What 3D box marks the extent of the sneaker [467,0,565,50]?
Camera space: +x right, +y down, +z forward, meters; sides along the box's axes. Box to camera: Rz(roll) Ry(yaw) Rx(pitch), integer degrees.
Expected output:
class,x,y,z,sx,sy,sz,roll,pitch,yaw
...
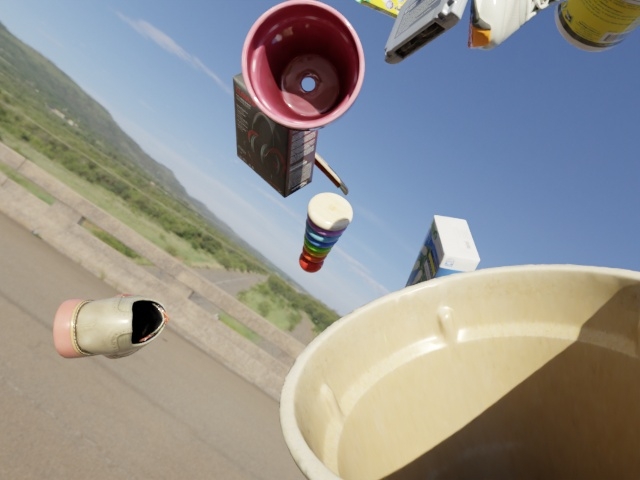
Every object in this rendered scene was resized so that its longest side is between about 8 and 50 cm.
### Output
class,x,y,z,sx,sy,sz,roll,pitch,yaw
sneaker,0.261,-0.305,0.509,0.120,0.263,0.099,27,-22,26

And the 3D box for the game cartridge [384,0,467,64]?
class,x,y,z,sx,sy,sz,roll,pitch,yaw
game cartridge,0.274,-0.581,1.131,0.062,0.198,0.297,29,-10,-20

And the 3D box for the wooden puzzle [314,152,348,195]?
class,x,y,z,sx,sy,sz,roll,pitch,yaw
wooden puzzle,0.011,-0.287,1.747,0.239,0.044,0.221,49,8,-21

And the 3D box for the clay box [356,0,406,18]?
class,x,y,z,sx,sy,sz,roll,pitch,yaw
clay box,0.252,-0.994,1.819,0.221,0.128,0.053,10,9,-25

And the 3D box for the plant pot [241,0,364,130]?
class,x,y,z,sx,sy,sz,roll,pitch,yaw
plant pot,-0.024,-0.292,0.807,0.201,0.201,0.180,35,8,-2

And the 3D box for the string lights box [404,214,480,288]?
class,x,y,z,sx,sy,sz,roll,pitch,yaw
string lights box,0.256,0.090,1.006,0.076,0.260,0.133,9,39,-5

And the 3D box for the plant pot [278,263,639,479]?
class,x,y,z,sx,sy,sz,roll,pitch,yaw
plant pot,0.166,0.222,0.375,0.333,0.333,0.306,18,-55,67

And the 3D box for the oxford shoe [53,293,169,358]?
class,x,y,z,sx,sy,sz,roll,pitch,yaw
oxford shoe,-0.338,0.160,0.838,0.130,0.123,0.348,-3,-4,-1

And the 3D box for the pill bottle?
class,x,y,z,sx,sy,sz,roll,pitch,yaw
pill bottle,0.666,-0.577,0.957,0.187,0.188,0.334,34,-11,6

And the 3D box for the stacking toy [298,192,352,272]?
class,x,y,z,sx,sy,sz,roll,pitch,yaw
stacking toy,0.000,0.000,1.485,0.141,0.141,0.330,33,-38,12

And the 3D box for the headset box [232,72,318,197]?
class,x,y,z,sx,sy,sz,roll,pitch,yaw
headset box,-0.118,-0.292,1.175,0.218,0.110,0.293,42,-31,22
